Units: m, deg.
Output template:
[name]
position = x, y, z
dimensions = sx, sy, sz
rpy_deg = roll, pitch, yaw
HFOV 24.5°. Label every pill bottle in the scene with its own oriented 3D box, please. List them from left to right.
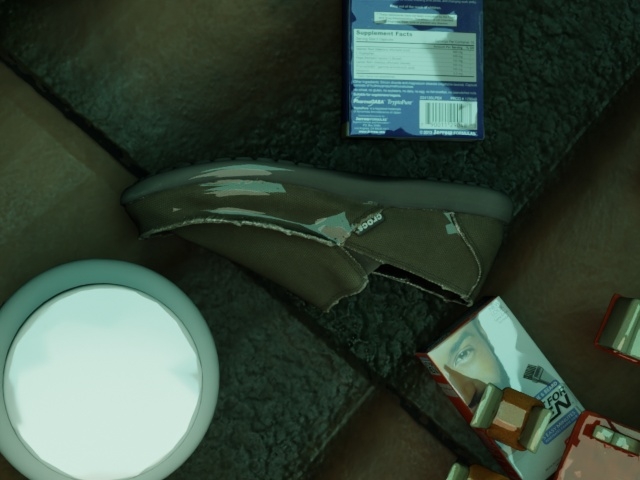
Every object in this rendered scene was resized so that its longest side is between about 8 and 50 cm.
[pill bottle]
position = -0.183, 0.109, 1.199
dimensions = 0.188, 0.334, 0.188
rpy_deg = 1, 87, -11

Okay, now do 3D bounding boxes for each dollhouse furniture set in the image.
[dollhouse furniture set]
position = 0.267, 0.186, 1.331
dimensions = 0.262, 0.135, 0.259
rpy_deg = 23, 87, 6

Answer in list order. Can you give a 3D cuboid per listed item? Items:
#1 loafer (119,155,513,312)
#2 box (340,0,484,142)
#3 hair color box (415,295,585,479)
[loafer]
position = 0.000, 0.000, 1.340
dimensions = 0.366, 0.134, 0.130
rpy_deg = 4, 86, -10
[box]
position = 0.089, -0.208, 1.417
dimensions = 0.136, 0.036, 0.225
rpy_deg = 1, 88, -11
[hair color box]
position = 0.179, 0.145, 1.409
dimensions = 0.093, 0.053, 0.167
rpy_deg = -39, 93, -9
